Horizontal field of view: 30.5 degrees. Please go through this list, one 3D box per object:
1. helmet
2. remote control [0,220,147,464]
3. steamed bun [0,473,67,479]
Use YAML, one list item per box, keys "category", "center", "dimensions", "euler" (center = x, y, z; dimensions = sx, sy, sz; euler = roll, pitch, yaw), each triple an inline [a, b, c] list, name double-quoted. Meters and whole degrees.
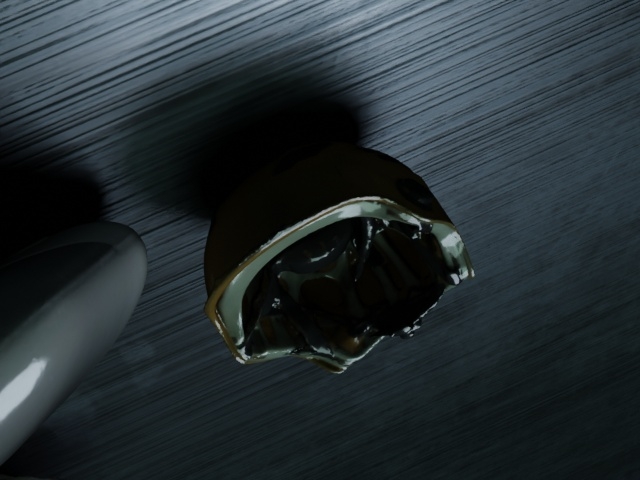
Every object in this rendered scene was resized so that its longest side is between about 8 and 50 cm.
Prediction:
- category: "helmet"
  center: [0.000, 0.000, 0.905]
  dimensions: [0.198, 0.130, 0.224]
  euler: [-41, 141, 21]
- category: "remote control"
  center: [-0.216, 0.083, 0.766]
  dimensions: [0.221, 0.103, 0.332]
  euler: [-44, -175, 14]
- category: "steamed bun"
  center: [-0.358, 0.371, 1.181]
  dimensions: [0.310, 0.219, 0.324]
  euler: [-16, 121, -35]
